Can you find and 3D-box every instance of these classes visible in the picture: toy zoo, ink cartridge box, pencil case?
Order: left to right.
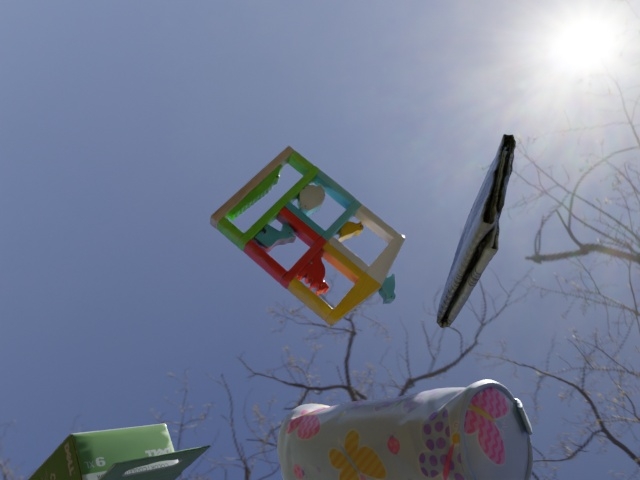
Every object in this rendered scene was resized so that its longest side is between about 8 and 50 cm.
[{"bbox_3d":[-0.219,0.240,0.605,0.209,0.109,0.062,-45,-124,26],"label":"ink cartridge box"},{"bbox_3d":[0.000,0.000,0.937,0.293,0.030,0.192,40,-118,7],"label":"toy zoo"},{"bbox_3d":[0.076,0.214,0.615,0.273,0.124,0.113,-24,-104,45],"label":"pencil case"}]

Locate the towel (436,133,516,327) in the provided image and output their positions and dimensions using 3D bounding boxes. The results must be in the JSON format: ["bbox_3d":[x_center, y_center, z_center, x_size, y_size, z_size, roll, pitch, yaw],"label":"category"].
[{"bbox_3d":[0.336,-0.018,1.252,0.056,0.324,0.312,20,-132,10],"label":"towel"}]
